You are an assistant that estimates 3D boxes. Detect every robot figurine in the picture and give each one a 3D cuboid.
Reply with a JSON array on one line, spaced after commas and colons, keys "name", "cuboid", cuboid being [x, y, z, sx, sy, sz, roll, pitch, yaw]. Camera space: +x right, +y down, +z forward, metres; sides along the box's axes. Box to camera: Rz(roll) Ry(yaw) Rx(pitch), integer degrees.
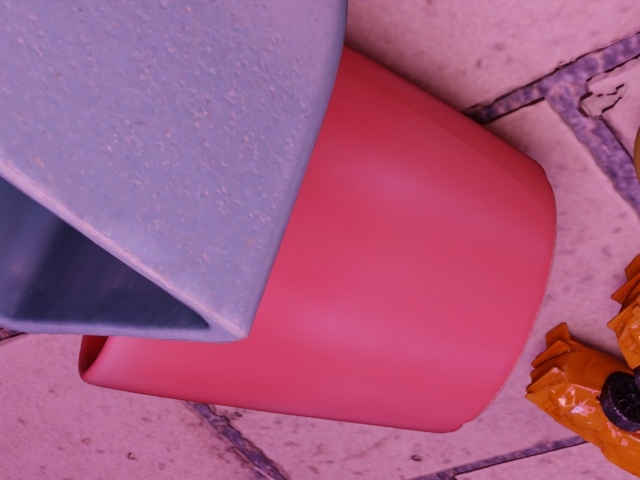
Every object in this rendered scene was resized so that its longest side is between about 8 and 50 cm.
[{"name": "robot figurine", "cuboid": [0.315, 0.137, 0.937, 0.291, 0.085, 0.211, 31, 136, -9]}]

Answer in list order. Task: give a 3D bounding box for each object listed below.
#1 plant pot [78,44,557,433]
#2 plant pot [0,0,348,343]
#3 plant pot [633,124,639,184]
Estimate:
[{"name": "plant pot", "cuboid": [0.000, 0.000, 0.809, 0.243, 0.275, 0.275, 20, 138, -14]}, {"name": "plant pot", "cuboid": [-0.133, -0.123, 0.581, 0.247, 0.252, 0.248, 38, 156, -30]}, {"name": "plant pot", "cuboid": [0.248, -0.053, 0.757, 0.134, 0.134, 0.095, 44, 158, -23]}]
